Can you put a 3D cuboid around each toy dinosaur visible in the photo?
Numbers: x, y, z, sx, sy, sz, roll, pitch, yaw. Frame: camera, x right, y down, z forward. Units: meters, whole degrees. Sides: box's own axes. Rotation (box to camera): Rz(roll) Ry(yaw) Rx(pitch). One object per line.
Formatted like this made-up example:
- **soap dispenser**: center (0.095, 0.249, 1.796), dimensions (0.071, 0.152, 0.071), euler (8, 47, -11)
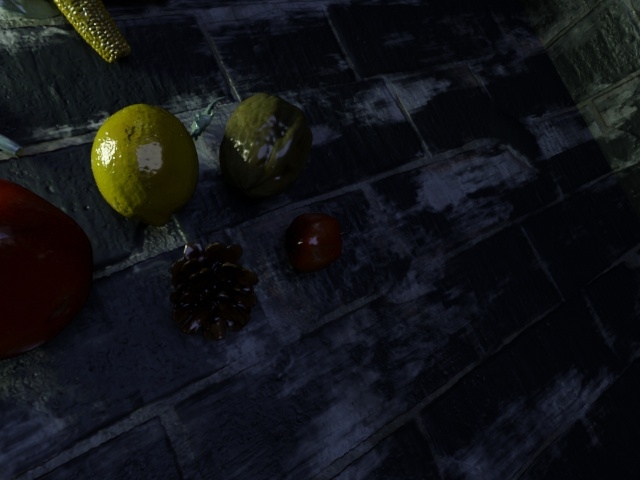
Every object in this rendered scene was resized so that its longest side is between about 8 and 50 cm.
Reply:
- **toy dinosaur**: center (-0.313, -0.328, 1.122), dimensions (0.039, 0.082, 0.208), euler (37, 61, -14)

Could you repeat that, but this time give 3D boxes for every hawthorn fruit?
- **hawthorn fruit**: center (0.000, 0.000, 1.116), dimensions (0.194, 0.157, 0.156), euler (-14, 80, -24)

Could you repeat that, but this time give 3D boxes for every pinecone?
- **pinecone**: center (-0.241, 0.118, 0.953), dimensions (0.203, 0.201, 0.228), euler (-7, 102, -11)

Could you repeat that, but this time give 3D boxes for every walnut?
- **walnut**: center (-0.147, -0.240, 1.087), dimensions (0.227, 0.283, 0.282), euler (43, 57, -42)

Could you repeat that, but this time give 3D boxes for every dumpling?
- **dumpling**: center (-0.719, -0.645, 1.027), dimensions (0.153, 0.108, 0.218), euler (17, 70, -18)

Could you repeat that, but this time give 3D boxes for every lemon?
- **lemon**: center (-0.397, -0.178, 0.956), dimensions (0.236, 0.235, 0.263), euler (-18, 62, -27)

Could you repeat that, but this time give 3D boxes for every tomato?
- **tomato**: center (-0.603, 0.048, 0.754), dimensions (0.293, 0.289, 0.325), euler (39, 56, 22)

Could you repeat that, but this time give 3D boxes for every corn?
- **corn**: center (-0.602, -0.594, 1.028), dimensions (0.101, 0.102, 0.310), euler (-45, 121, -28)

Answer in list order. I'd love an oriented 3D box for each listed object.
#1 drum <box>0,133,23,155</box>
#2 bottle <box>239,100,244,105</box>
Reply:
- **drum**: center (-0.799, -0.251, 0.900), dimensions (0.253, 0.049, 0.130), euler (44, 62, -6)
- **bottle**: center (-0.169, -0.360, 1.211), dimensions (0.140, 0.053, 0.053), euler (16, 68, -18)
